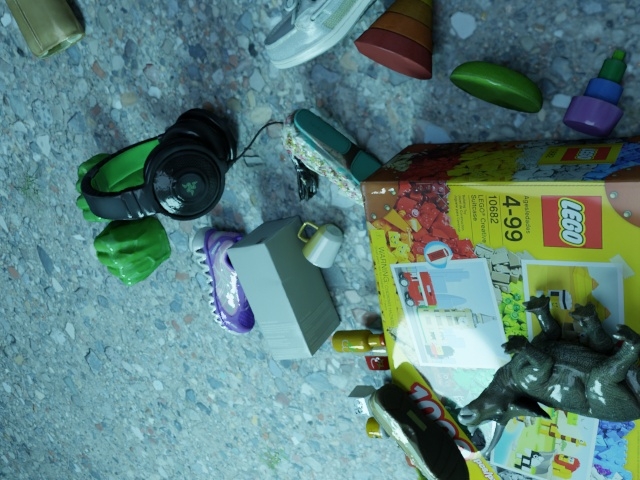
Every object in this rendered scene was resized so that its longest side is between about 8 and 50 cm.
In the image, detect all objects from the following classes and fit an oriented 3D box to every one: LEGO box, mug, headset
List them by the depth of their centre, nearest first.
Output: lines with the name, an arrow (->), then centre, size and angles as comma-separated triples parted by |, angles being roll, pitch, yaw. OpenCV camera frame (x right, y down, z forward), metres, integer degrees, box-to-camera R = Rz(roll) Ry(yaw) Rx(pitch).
LEGO box -> 0.295, 0.116, 0.930 | 0.372, 0.193, 0.500 | 3, 116, 32
headset -> -0.212, -0.112, 1.118 | 0.394, 0.243, 0.185 | -12, 121, 10
mug -> 0.002, 0.003, 1.138 | 0.078, 0.062, 0.064 | 20, 122, -19

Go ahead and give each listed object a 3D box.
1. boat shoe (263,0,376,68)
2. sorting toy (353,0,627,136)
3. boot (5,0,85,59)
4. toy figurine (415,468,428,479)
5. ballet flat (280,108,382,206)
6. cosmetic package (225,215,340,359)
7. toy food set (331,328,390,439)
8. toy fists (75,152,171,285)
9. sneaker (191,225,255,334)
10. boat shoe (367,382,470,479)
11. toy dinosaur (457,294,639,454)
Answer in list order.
boat shoe -> 0.028, -0.359, 0.873 | 0.103, 0.118, 0.320 | 38, 131, -27
sorting toy -> 0.230, -0.256, 0.852 | 0.365, 0.127, 0.126 | 23, 96, 17
boot -> -0.606, -0.480, 1.246 | 0.236, 0.089, 0.270 | -14, 108, 37
toy figurine -> 0.334, 0.514, 1.169 | 0.191, 0.217, 0.363 | 103, 157, -49
ballet flat -> 0.034, -0.119, 1.034 | 0.241, 0.091, 0.077 | 41, 141, -3
cosmetic package -> -0.064, 0.088, 1.186 | 0.107, 0.127, 0.238 | -13, 105, 36
toy food set -> 0.116, 0.252, 1.169 | 0.104, 0.111, 0.232 | -8, 108, 35
toy fists -> -0.419, -0.043, 1.328 | 0.096, 0.142, 0.279 | 0, 114, 32
sneaker -> -0.170, 0.081, 1.276 | 0.104, 0.095, 0.236 | -6, 110, 26
boat shoe -> 0.145, 0.302, 0.969 | 0.190, 0.068, 0.072 | 52, 144, 12
toy dinosaur -> 0.314, 0.158, 0.761 | 0.313, 0.121, 0.160 | -9, 122, 30
